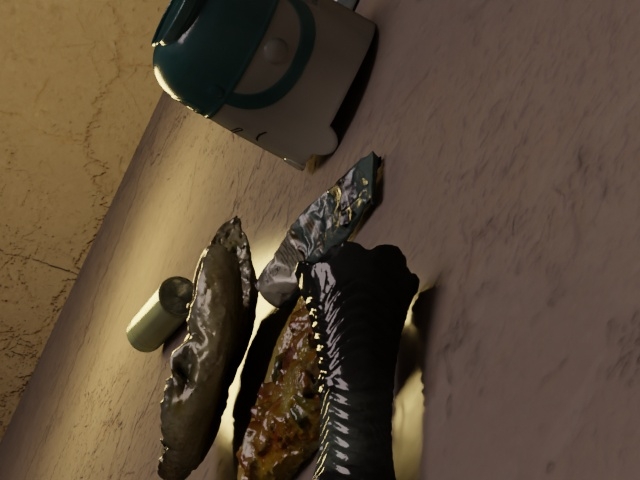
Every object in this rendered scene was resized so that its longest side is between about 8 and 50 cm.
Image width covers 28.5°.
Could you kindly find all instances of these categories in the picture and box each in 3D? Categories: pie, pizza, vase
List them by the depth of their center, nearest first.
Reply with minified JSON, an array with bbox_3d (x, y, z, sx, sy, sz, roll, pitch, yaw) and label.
[{"bbox_3d":[0.031,0.124,1.063,0.115,0.115,0.237,128,153,-45],"label":"vase"},{"bbox_3d":[-0.022,0.148,1.278,0.292,0.058,0.197,-67,16,4],"label":"pizza"},{"bbox_3d":[-0.131,0.134,1.517,0.337,0.075,0.338,12,-90,-88],"label":"pie"}]

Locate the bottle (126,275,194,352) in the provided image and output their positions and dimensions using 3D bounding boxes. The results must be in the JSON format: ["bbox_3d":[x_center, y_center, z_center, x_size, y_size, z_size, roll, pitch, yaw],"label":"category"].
[{"bbox_3d":[-0.267,0.127,2.122,0.201,0.072,0.072,-44,29,58],"label":"bottle"}]

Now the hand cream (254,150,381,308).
[{"bbox_3d":[0.000,0.000,1.453,0.248,0.052,0.075,-48,47,39],"label":"hand cream"}]

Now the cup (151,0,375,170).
[{"bbox_3d":[-0.086,-0.247,1.684,0.219,0.257,0.289,-63,15,0],"label":"cup"}]

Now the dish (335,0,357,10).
[{"bbox_3d":[-0.034,-0.300,1.900,0.243,0.080,0.182,-62,16,17],"label":"dish"}]
